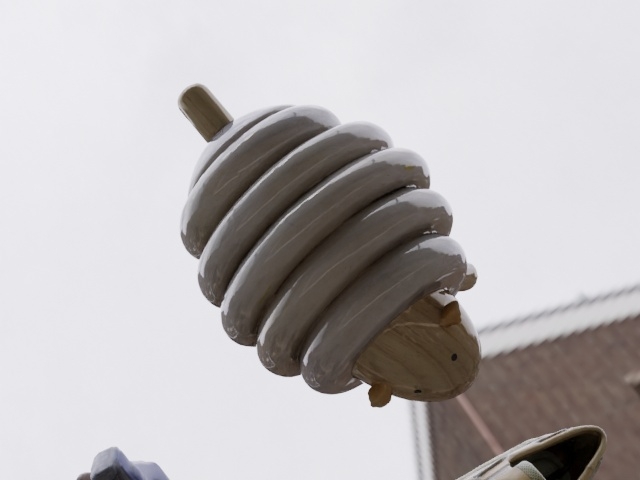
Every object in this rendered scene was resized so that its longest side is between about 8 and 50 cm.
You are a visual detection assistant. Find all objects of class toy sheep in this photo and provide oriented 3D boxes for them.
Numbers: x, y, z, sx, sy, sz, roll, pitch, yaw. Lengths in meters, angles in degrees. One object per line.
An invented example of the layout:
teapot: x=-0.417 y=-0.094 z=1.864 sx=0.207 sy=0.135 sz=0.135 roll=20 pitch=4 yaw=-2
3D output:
toy sheep: x=0.000 y=0.000 z=0.587 sx=0.091 sy=0.132 sz=0.091 roll=-42 pitch=-17 yaw=-16

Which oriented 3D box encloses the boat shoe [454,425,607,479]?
boat shoe: x=0.109 y=0.157 z=1.108 sx=0.068 sy=0.190 sz=0.072 roll=48 pitch=-48 yaw=5

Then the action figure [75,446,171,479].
action figure: x=-0.100 y=0.313 z=1.329 sx=0.178 sy=0.330 sz=0.341 roll=-35 pitch=-88 yaw=1
